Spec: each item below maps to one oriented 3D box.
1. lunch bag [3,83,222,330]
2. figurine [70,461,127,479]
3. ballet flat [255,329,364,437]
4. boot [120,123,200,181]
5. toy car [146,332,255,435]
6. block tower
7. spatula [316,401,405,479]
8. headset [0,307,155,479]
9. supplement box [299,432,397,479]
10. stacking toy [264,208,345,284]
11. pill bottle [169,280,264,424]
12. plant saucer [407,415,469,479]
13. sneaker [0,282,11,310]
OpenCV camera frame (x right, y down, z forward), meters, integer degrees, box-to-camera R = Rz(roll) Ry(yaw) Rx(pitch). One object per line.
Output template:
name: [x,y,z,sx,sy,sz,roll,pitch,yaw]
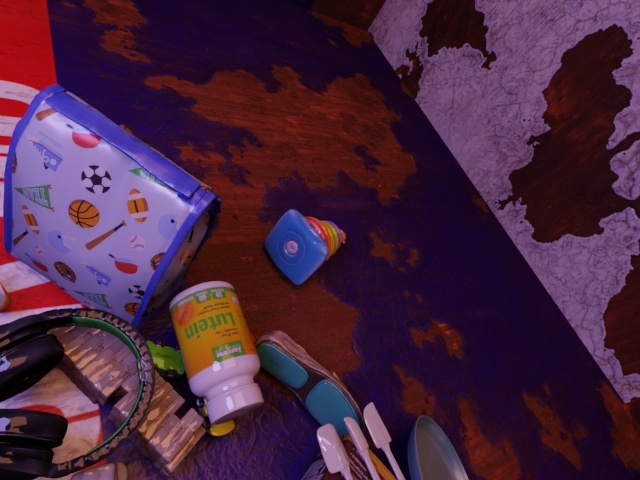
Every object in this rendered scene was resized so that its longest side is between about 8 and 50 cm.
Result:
lunch bag: [-0.388,-0.052,0.777,0.327,0.385,0.239,34,43,-5]
figurine: [-0.384,0.461,0.583,0.214,0.092,0.210,0,64,-36]
ballet flat: [-0.016,0.322,0.943,0.316,0.107,0.106,45,14,1]
boot: [-0.419,-0.170,1.055,0.220,0.109,0.284,-1,58,-34]
toy car: [-0.266,0.267,0.842,0.224,0.053,0.239,23,44,-17]
block tower: [-0.361,0.270,0.745,0.335,0.091,0.097,43,42,2]
spatula: [0.101,0.456,0.780,0.168,0.019,0.242,-3,57,-44]
headset: [-0.465,0.245,0.608,0.393,0.185,0.244,-3,63,-34]
supplement box: [0.049,0.531,0.787,0.191,0.129,0.194,46,43,7]
stacking toy: [0.000,0.000,1.206,0.175,0.166,0.301,50,28,16]
pill bottle: [-0.198,0.216,0.789,0.136,0.136,0.246,-5,58,-38]
plant saucer: [0.277,0.563,0.905,0.318,0.043,0.318,48,23,-27]
sneaker: [-0.679,0.079,0.689,0.262,0.099,0.121,24,52,-6]
